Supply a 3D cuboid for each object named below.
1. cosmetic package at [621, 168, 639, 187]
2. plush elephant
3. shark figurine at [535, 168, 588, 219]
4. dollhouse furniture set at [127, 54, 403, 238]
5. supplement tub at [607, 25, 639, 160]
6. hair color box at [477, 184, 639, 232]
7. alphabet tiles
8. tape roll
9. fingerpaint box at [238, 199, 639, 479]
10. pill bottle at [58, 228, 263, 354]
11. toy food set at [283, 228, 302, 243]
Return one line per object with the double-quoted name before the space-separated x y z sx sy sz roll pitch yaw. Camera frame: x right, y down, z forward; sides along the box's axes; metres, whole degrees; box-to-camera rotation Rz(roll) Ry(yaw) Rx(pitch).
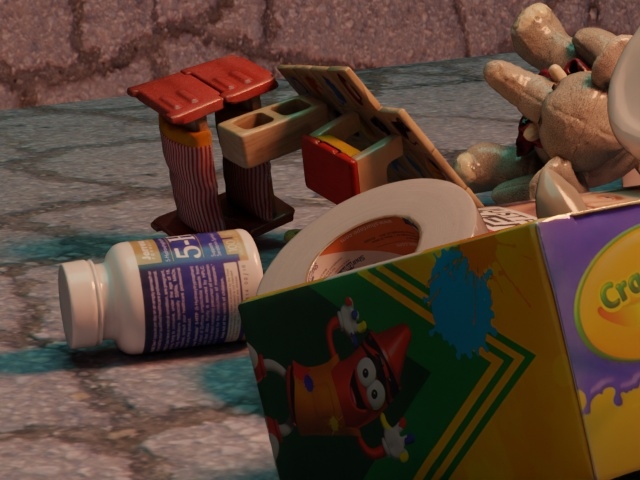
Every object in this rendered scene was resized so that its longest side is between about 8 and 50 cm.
"cosmetic package" 0.571 -0.179 2.356 0.230 0.162 0.453 2 14 19
"plush elephant" 0.307 -0.151 2.056 0.330 0.272 0.255 30 1 25
"shark figurine" 0.318 0.048 1.512 0.278 0.166 0.116 21 -19 -10
"dollhouse furniture set" -0.062 -0.061 1.901 0.152 0.201 0.374 -22 31 -25
"supplement tub" 0.496 -0.123 1.795 0.338 0.207 0.207 25 -2 -28
"hair color box" 0.253 0.020 1.676 0.347 0.105 0.174 -8 14 -23
"alphabet tiles" 0.077 -0.093 1.888 0.011 0.285 0.342 -44 19 -10
"tape roll" 0.053 0.041 1.474 0.219 0.072 0.219 -22 31 14
"fingerpaint box" 0.229 0.057 1.178 0.444 0.163 0.371 -11 -4 -32
"pill bottle" -0.156 0.053 1.605 0.186 0.112 0.112 -7 13 -17
"toy food set" 0.000 0.000 2.011 0.082 0.020 0.083 -6 13 -13
